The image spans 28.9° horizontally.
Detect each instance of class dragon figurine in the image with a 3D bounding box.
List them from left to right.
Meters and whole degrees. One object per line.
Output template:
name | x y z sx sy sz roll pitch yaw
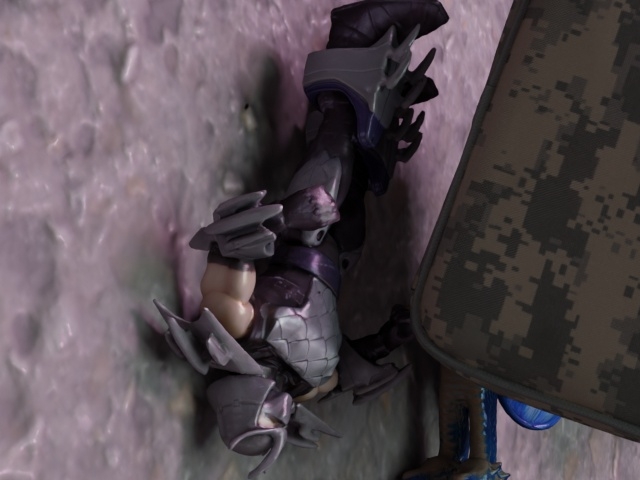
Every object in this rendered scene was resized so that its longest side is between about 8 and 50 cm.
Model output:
dragon figurine | 0.137 0.090 0.933 0.289 0.085 0.144 -38 121 -50

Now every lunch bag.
lunch bag | 0.205 -0.036 0.757 0.256 0.213 0.305 20 88 -76

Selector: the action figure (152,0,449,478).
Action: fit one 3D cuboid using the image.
action figure | 0.000 0.000 0.705 0.185 0.099 0.285 62 40 -55
